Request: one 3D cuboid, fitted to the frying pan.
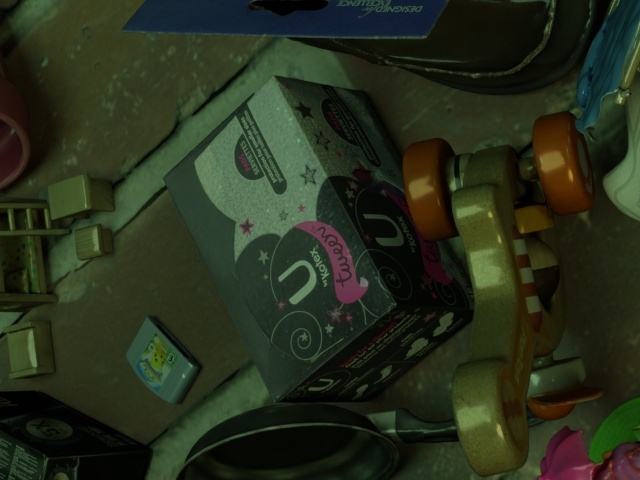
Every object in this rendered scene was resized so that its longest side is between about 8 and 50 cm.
[{"bbox_3d":[0.017,0.166,1.648,0.326,0.197,0.053,-30,54,32],"label":"frying pan"}]

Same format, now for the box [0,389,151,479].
[{"bbox_3d":[-0.285,0.214,1.904,0.180,0.147,0.077,22,101,37],"label":"box"}]

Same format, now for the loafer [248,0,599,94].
[{"bbox_3d":[0.067,-0.202,1.662,0.366,0.130,0.133,8,93,38],"label":"loafer"}]

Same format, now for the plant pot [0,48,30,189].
[{"bbox_3d":[-0.406,-0.162,2.003,0.201,0.201,0.180,-30,55,33],"label":"plant pot"}]

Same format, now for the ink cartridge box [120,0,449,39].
[{"bbox_3d":[0.015,-0.287,1.614,0.304,0.307,0.072,5,133,32],"label":"ink cartridge box"}]

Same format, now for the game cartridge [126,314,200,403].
[{"bbox_3d":[-0.157,0.120,1.893,0.083,0.017,0.056,43,117,31],"label":"game cartridge"}]

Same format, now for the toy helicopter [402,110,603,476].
[{"bbox_3d":[0.146,0.072,1.481,0.140,0.355,0.235,-11,117,17],"label":"toy helicopter"}]

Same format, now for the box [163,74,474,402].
[{"bbox_3d":[0.000,0.000,1.696,0.163,0.142,0.247,-41,65,29],"label":"box"}]

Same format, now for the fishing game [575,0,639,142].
[{"bbox_3d":[0.242,-0.163,1.469,0.041,0.264,0.189,21,95,-1],"label":"fishing game"}]

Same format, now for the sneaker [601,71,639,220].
[{"bbox_3d":[0.295,-0.145,1.505,0.118,0.110,0.292,20,100,46],"label":"sneaker"}]

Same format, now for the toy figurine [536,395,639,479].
[{"bbox_3d":[0.244,0.181,1.485,0.173,0.159,0.130,-19,76,35],"label":"toy figurine"}]

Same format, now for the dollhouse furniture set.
[{"bbox_3d":[-0.288,0.038,1.944,0.161,0.101,0.182,-15,78,36],"label":"dollhouse furniture set"}]
